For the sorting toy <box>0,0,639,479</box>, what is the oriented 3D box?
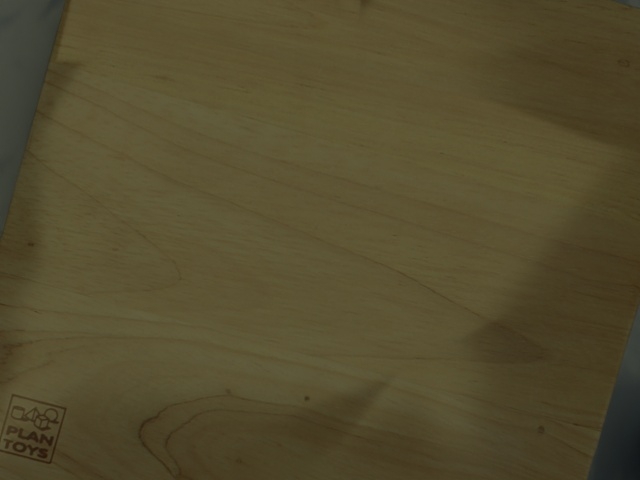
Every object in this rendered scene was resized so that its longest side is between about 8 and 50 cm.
[{"bbox_3d":[0.000,0.000,0.817,0.257,0.089,0.255,16,94,-8],"label":"sorting toy"}]
